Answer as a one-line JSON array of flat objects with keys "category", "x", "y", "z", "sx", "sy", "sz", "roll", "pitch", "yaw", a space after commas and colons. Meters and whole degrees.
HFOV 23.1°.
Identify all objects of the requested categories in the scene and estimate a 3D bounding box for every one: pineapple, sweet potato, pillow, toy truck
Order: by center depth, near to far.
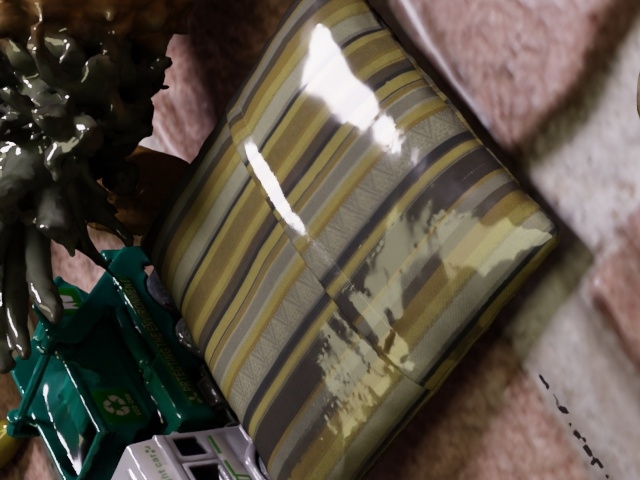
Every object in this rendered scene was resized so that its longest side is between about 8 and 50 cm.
[{"category": "pillow", "x": 0.000, "y": 0.000, "z": 0.762, "sx": 0.208, "sy": 0.052, "sz": 0.212, "roll": -56, "pitch": 49, "yaw": 29}, {"category": "pineapple", "x": -0.134, "y": -0.097, "z": 0.826, "sx": 0.169, "sy": 0.169, "sz": 0.340, "roll": -4, "pitch": 78, "yaw": 53}, {"category": "toy truck", "x": -0.097, "y": 0.101, "z": 0.847, "sx": 0.216, "sy": 0.116, "sz": 0.110, "roll": 55, "pitch": 131, "yaw": 37}, {"category": "sweet potato", "x": -0.130, "y": -0.033, "z": 0.933, "sx": 0.206, "sy": 0.068, "sz": 0.060, "roll": 0, "pitch": 54, "yaw": 49}]

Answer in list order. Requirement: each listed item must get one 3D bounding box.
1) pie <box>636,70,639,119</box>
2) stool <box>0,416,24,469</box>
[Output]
[{"category": "pie", "x": 0.193, "y": -0.177, "z": 0.493, "sx": 0.337, "sy": 0.075, "sz": 0.337, "roll": -4, "pitch": 85, "yaw": 50}, {"category": "stool", "x": -0.282, "y": 0.137, "z": 1.105, "sx": 0.135, "sy": 0.134, "sz": 0.110, "roll": 29, "pitch": 123, "yaw": -1}]
